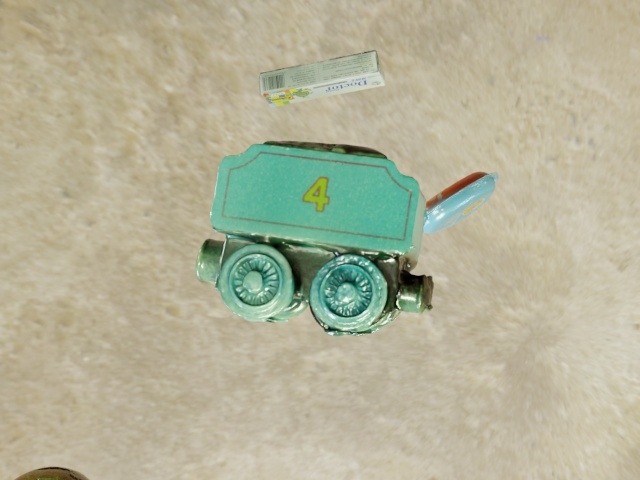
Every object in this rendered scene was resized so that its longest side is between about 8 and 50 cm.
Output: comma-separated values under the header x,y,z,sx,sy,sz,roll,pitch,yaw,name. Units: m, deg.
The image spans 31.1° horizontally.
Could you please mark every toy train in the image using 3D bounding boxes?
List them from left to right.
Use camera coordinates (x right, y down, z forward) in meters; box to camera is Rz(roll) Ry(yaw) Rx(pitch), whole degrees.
x,y,z,sx,sy,sz,roll,pitch,yaw,name
0.000,0.000,0.947,0.198,0.107,0.154,7,84,12,toy train

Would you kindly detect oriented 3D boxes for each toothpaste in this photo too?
x,y,z,sx,sy,sz,roll,pitch,yaw,name
0.001,-0.215,1.531,0.164,0.046,0.034,-10,71,11,toothpaste

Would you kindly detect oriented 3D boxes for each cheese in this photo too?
x,y,z,sx,sy,sz,roll,pitch,yaw,name
0.138,-0.030,1.453,0.256,0.106,0.037,-26,72,-33,cheese

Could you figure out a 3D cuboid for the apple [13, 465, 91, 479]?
x,y,z,sx,sy,sz,roll,pitch,yaw,name
-0.229,0.253,0.993,0.114,0.099,0.102,22,126,35,apple
